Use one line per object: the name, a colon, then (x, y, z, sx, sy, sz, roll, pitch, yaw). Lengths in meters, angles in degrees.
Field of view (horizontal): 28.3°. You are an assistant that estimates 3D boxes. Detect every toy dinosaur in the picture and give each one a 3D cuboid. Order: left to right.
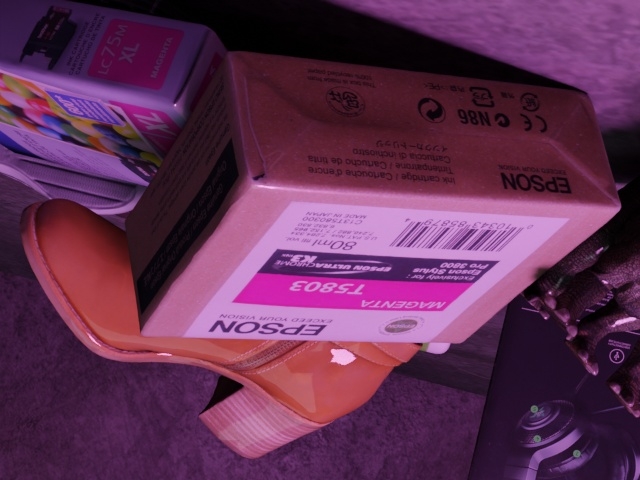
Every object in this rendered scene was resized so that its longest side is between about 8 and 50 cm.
toy dinosaur: (0.215, 0.010, 0.818, 0.121, 0.160, 0.313, 50, -177, -2)

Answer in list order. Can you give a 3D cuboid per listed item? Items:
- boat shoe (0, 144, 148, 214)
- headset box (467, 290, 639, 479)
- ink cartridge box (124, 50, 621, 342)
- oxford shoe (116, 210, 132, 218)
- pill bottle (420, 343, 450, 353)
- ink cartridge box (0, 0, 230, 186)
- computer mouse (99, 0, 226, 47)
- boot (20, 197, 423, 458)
boat shoe: (-0.239, -0.082, 1.147, 0.226, 0.083, 0.076, 23, -175, 22)
headset box: (0.275, 0.167, 1.161, 0.246, 0.283, 0.131, 11, 169, 12)
ink cartridge box: (0.024, -0.014, 0.756, 0.235, 0.088, 0.193, 2, 150, -25)
oxford shoe: (-0.124, -0.021, 1.210, 0.271, 0.098, 0.097, 4, 166, 44)
pill bottle: (0.000, 0.000, 1.046, 0.246, 0.136, 0.136, 14, 170, 4)
ink cartridge box: (-0.169, -0.099, 0.853, 0.311, 0.065, 0.186, 17, 166, 28)
computer mouse: (-0.046, -0.109, 0.829, 0.071, 0.041, 0.242, 11, 164, 43)
boot: (-0.057, 0.024, 0.928, 0.220, 0.109, 0.283, -38, 105, 26)
